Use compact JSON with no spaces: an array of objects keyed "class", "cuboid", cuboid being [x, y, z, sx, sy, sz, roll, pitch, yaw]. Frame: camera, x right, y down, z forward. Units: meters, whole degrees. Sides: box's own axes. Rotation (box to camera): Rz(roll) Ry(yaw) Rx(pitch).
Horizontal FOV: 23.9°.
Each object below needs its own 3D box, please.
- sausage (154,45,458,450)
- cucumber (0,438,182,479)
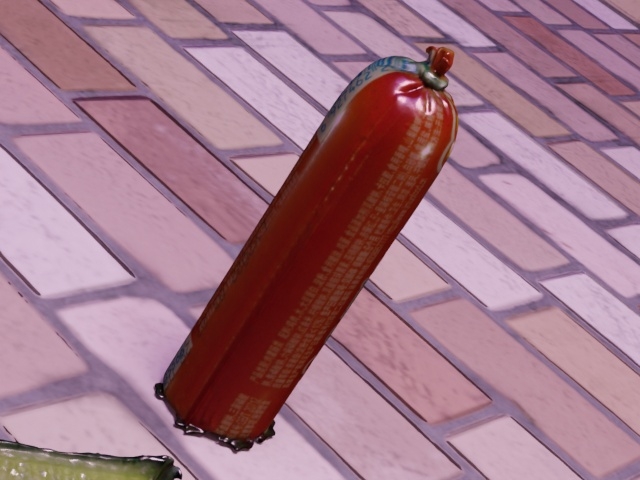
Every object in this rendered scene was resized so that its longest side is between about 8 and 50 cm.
[{"class":"sausage","cuboid":[0.000,0.000,0.842,0.083,0.264,0.083,27,25,-14]},{"class":"cucumber","cuboid":[-0.159,0.126,0.695,0.220,0.046,0.070,11,32,-31]}]
